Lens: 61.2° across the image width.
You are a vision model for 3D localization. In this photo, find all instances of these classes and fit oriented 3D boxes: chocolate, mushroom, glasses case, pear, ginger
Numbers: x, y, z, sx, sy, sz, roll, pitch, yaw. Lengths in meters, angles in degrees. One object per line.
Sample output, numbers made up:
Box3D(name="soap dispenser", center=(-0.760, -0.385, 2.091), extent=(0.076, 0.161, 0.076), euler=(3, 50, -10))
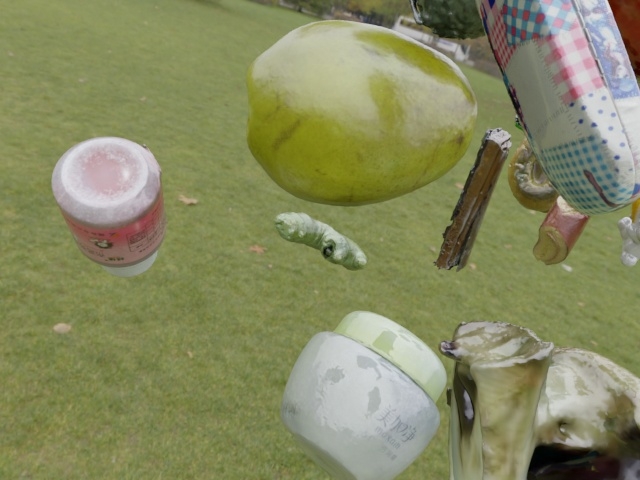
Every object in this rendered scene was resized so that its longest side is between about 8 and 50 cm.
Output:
Box3D(name="chocolate", center=(0.324, -0.075, 1.134), extent=(0.065, 0.329, 0.102), euler=(30, 34, 26))
Box3D(name="mushroom", center=(0.209, 0.196, 0.505), extent=(0.212, 0.291, 0.217), euler=(-15, 6, 11))
Box3D(name="glasses case", center=(0.199, -0.179, 0.476), extent=(0.076, 0.327, 0.125), euler=(-18, -9, 4))
Box3D(name="pear", center=(0.050, -0.171, 0.751), extent=(0.307, 0.252, 0.253), euler=(-5, 27, -6))
Box3D(name="ginger", center=(0.004, 0.001, 1.397), extent=(0.290, 0.089, 0.137), euler=(33, 28, -21))

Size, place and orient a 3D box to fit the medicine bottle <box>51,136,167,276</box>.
Box3D(name="medicine bottle", center=(-0.305, -0.036, 0.816), extent=(0.147, 0.247, 0.147), euler=(5, 62, -10))

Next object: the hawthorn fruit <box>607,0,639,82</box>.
Box3D(name="hawthorn fruit", center=(0.543, -0.359, 0.818), extent=(0.330, 0.287, 0.287), euler=(48, 25, -3))

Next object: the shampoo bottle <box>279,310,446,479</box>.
Box3D(name="shampoo bottle", center=(0.085, 0.335, 1.141), extent=(0.322, 0.317, 0.322), euler=(35, -18, 13))

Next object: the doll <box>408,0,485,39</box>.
Box3D(name="doll", center=(0.210, -0.436, 0.714), extent=(0.247, 0.349, 0.247), euler=(0, -11, 0))

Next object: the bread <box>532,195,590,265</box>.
Box3D(name="bread", center=(0.478, -0.033, 1.052), extent=(0.067, 0.192, 0.119), euler=(33, 17, 28))

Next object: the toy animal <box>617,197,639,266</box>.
Box3D(name="toy animal", center=(0.629, -0.032, 0.978), extent=(0.127, 0.131, 0.181), euler=(13, -20, -1))

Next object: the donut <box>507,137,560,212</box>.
Box3D(name="donut", center=(0.663, -0.213, 1.592), extent=(0.209, 0.261, 0.128), euler=(27, 17, 26))

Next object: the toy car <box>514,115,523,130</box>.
Box3D(name="toy car", center=(0.502, -0.236, 1.183), extent=(0.165, 0.062, 0.071), euler=(24, 43, 10))
